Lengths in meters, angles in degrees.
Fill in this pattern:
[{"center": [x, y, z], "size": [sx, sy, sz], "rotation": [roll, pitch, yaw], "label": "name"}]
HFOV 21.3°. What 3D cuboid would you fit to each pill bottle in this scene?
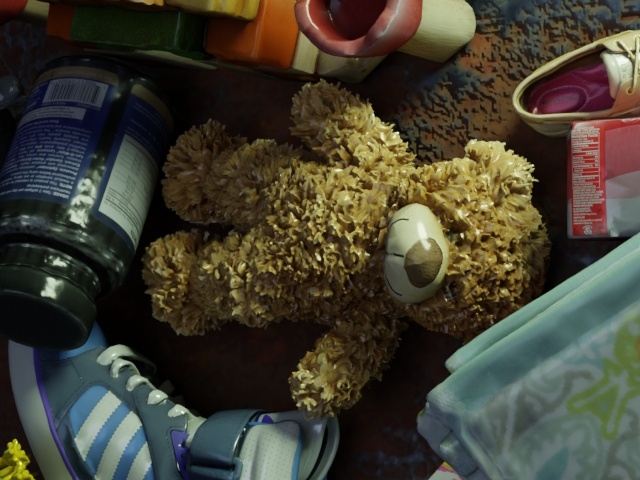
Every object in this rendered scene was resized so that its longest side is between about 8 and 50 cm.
[{"center": [-0.198, -0.029, 1.354], "size": [0.123, 0.123, 0.219], "rotation": [-5, 55, 31], "label": "pill bottle"}]

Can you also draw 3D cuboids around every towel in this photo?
[{"center": [0.282, 0.130, 1.041], "size": [0.374, 0.090, 0.320], "rotation": [-36, 88, 23], "label": "towel"}]

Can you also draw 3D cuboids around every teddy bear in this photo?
[{"center": [0.000, 0.000, 1.273], "size": [0.338, 0.113, 0.245], "rotation": [27, 88, 35], "label": "teddy bear"}]

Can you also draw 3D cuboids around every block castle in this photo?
[{"center": [-0.101, -0.288, 1.308], "size": [0.453, 0.213, 0.303], "rotation": [8, 92, 31], "label": "block castle"}]

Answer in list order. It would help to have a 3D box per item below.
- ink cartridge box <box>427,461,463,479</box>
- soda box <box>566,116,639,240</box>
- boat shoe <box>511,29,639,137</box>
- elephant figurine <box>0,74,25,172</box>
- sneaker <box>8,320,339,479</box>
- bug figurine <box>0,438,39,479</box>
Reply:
[{"center": [0.150, 0.194, 1.204], "size": [0.134, 0.078, 0.231], "rotation": [47, 110, 24], "label": "ink cartridge box"}, {"center": [0.298, -0.044, 1.118], "size": [0.263, 0.092, 0.083], "rotation": [-2, 89, 31], "label": "soda box"}, {"center": [0.212, -0.114, 1.194], "size": [0.170, 0.059, 0.063], "rotation": [-22, 76, 29], "label": "boat shoe"}, {"center": [-0.313, -0.002, 1.476], "size": [0.169, 0.186, 0.239], "rotation": [-13, 91, -8], "label": "elephant figurine"}, {"center": [-0.098, 0.149, 1.347], "size": [0.236, 0.130, 0.322], "rotation": [-26, 67, 15], "label": "sneaker"}, {"center": [-0.231, 0.260, 1.320], "size": [0.072, 0.279, 0.216], "rotation": [-19, 84, -9], "label": "bug figurine"}]
